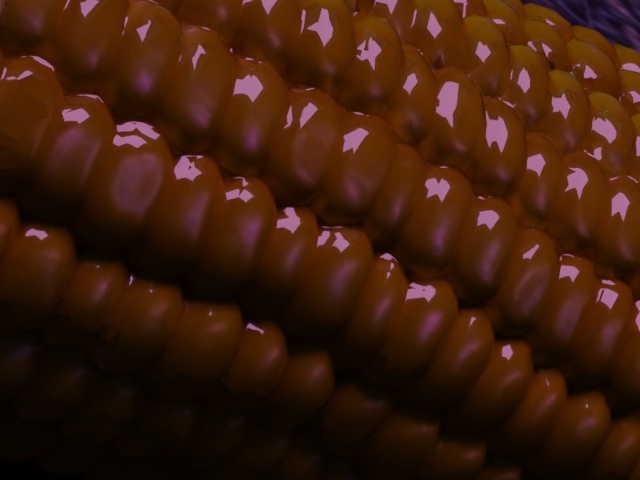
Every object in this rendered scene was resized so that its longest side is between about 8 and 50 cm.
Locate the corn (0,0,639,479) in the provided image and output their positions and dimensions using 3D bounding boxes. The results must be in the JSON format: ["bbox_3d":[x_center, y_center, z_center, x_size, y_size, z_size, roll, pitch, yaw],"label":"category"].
[{"bbox_3d":[0.000,0.000,0.439,0.387,0.144,0.144,21,28,-21],"label":"corn"}]
